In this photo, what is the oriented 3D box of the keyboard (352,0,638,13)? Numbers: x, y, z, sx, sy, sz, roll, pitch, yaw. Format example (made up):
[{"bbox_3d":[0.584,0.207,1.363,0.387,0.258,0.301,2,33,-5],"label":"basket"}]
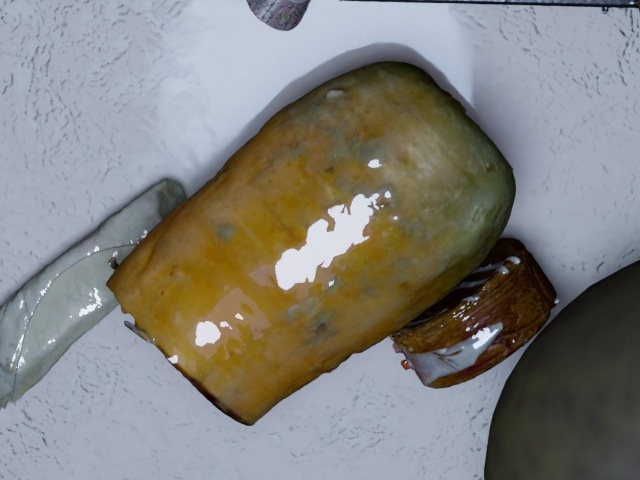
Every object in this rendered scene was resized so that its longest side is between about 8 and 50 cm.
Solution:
[{"bbox_3d":[0.171,-0.260,1.705,0.309,0.018,0.101,1,99,0],"label":"keyboard"}]

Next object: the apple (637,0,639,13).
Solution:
[{"bbox_3d":[0.366,-0.235,1.630,0.162,0.201,0.201,38,101,31],"label":"apple"}]

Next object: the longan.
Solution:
[{"bbox_3d":[0.338,0.174,1.594,0.404,0.404,0.336,-24,113,5],"label":"longan"}]

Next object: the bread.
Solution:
[{"bbox_3d":[0.139,0.067,1.700,0.160,0.160,0.073,-37,102,7],"label":"bread"}]

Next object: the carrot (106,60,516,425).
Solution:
[{"bbox_3d":[0.000,0.000,1.646,0.340,0.224,0.224,-41,97,1],"label":"carrot"}]

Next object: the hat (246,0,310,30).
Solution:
[{"bbox_3d":[-0.029,-0.236,1.706,0.058,0.042,0.087,37,133,-3],"label":"hat"}]

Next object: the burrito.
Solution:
[{"bbox_3d":[-0.226,0.050,1.746,0.275,0.059,0.082,-40,84,7],"label":"burrito"}]
